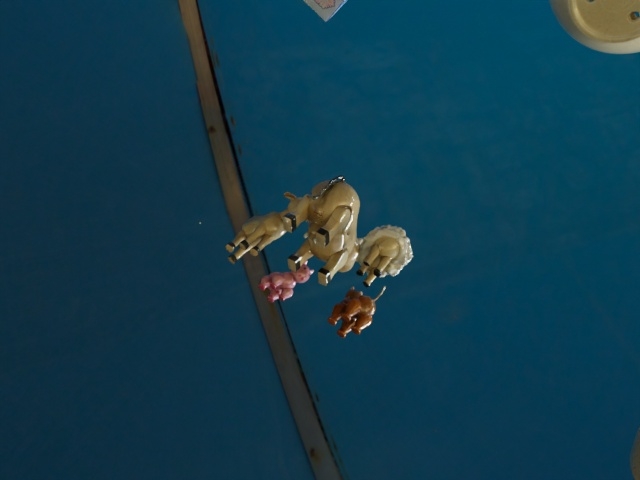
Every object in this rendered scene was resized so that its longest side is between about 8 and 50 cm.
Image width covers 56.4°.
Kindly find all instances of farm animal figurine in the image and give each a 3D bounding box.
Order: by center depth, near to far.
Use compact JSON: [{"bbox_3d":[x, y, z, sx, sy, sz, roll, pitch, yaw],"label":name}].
[{"bbox_3d":[0.000,0.000,1.120,0.330,0.327,0.172,35,-126,11],"label":"farm animal figurine"}]

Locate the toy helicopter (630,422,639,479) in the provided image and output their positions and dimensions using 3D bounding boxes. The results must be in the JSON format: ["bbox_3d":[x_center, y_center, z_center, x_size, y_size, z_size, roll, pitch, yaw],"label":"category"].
[{"bbox_3d":[0.351,0.165,0.296,0.354,0.235,0.140,15,-78,31],"label":"toy helicopter"}]

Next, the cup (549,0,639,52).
[{"bbox_3d":[0.562,-0.481,1.090,0.331,0.331,0.237,50,-134,-9],"label":"cup"}]

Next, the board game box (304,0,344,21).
[{"bbox_3d":[0.139,-0.531,0.926,0.066,0.318,0.319,42,-121,-11],"label":"board game box"}]
